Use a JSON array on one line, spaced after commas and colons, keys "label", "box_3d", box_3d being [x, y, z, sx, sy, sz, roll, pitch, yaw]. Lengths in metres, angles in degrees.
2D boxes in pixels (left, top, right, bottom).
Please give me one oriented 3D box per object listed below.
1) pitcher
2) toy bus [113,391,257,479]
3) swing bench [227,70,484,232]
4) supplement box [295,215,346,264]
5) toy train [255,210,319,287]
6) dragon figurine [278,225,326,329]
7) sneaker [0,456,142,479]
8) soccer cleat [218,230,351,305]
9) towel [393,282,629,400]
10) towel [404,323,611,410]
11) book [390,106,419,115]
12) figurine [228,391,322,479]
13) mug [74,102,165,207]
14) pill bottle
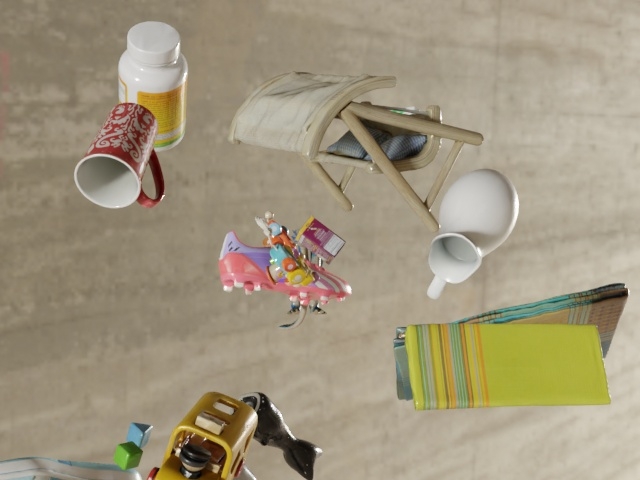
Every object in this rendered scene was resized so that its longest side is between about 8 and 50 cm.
[{"label": "pitcher", "box_3d": [0.241, -0.010, 1.751, 0.125, 0.178, 0.207, 31, -132, 4]}, {"label": "toy bus", "box_3d": [-0.156, 0.279, 1.402, 0.190, 0.104, 0.202, 4, -156, -35]}, {"label": "swing bench", "box_3d": [0.043, -0.149, 1.512, 0.254, 0.165, 0.253, 29, 175, -31]}, {"label": "supplement box", "box_3d": [0.000, 0.000, 1.982, 0.083, 0.043, 0.055, 38, 161, 2]}, {"label": "toy train", "box_3d": [-0.060, 0.017, 1.448, 0.046, 0.125, 0.166, -39, 174, 6]}, {"label": "dragon figurine", "box_3d": [-0.031, 0.077, 2.187, 0.085, 0.144, 0.289, -1, 152, -12]}, {"label": "sneaker", "box_3d": [-0.381, 0.428, 1.512, 0.319, 0.208, 0.127, 10, 140, -38]}, {"label": "soccer cleat", "box_3d": [-0.051, 0.048, 1.702, 0.248, 0.095, 0.083, 10, 165, -32]}, {"label": "towel", "box_3d": [0.298, 0.169, 1.711, 0.370, 0.040, 0.271, -12, 152, -1]}, {"label": "towel", "box_3d": [0.218, 0.148, 1.238, 0.237, 0.102, 0.021, 0, 156, -9]}, {"label": "book", "box_3d": [0.165, -0.225, 2.359, 0.035, 0.144, 0.096, 27, 162, -33]}, {"label": "figurine", "box_3d": [-0.093, 0.422, 1.932, 0.092, 0.215, 0.209, -17, 131, 43]}, {"label": "mug", "box_3d": [-0.337, -0.138, 1.816, 0.113, 0.150, 0.169, -7, -140, 15]}, {"label": "pill bottle", "box_3d": [-0.334, -0.309, 2.111, 0.136, 0.246, 0.136, 5, -133, -6]}]
